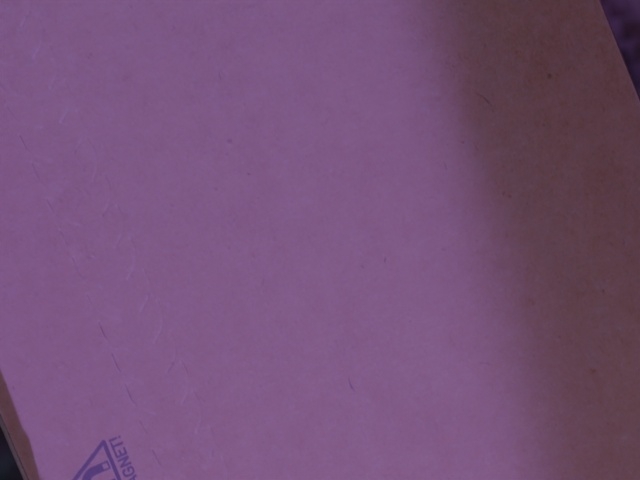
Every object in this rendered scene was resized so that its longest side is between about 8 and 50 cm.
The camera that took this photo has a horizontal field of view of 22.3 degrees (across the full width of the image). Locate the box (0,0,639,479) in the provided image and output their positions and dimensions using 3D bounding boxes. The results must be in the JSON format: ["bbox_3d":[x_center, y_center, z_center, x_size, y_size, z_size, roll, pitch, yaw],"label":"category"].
[{"bbox_3d":[0.000,0.000,0.369,0.164,0.021,0.201,-23,93,-8],"label":"box"}]
